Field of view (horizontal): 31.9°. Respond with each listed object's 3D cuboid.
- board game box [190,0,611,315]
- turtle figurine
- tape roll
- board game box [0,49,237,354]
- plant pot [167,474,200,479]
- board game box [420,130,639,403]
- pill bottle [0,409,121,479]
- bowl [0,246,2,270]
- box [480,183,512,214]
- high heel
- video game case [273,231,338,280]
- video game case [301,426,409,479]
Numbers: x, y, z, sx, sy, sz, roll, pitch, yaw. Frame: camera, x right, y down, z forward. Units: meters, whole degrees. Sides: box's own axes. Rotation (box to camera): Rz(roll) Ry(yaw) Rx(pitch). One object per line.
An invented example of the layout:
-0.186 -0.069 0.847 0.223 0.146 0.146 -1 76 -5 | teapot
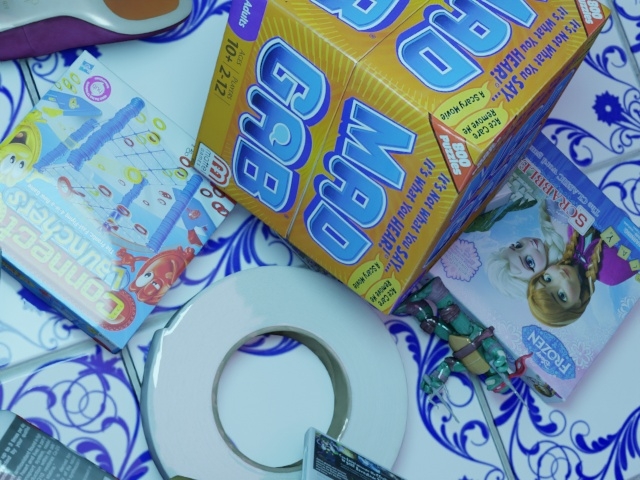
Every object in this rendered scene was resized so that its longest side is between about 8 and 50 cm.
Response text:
0.096 -0.200 1.503 0.356 0.356 0.356 37 53 10 | board game box
0.215 0.169 1.679 0.234 0.175 0.118 50 43 3 | turtle figurine
-0.064 0.228 1.612 0.392 0.072 0.392 3 79 -18 | tape roll
-0.311 -0.053 1.573 0.308 0.086 0.302 39 70 -8 | board game box
-0.115 0.420 1.430 0.254 0.237 0.237 32 70 16 | plant pot
0.352 0.037 1.788 0.319 0.066 0.318 43 70 -6 | board game box
-0.390 0.319 1.436 0.283 0.161 0.161 35 71 -9 | pill bottle
-0.529 0.122 1.379 0.311 0.311 0.163 -16 104 -21 | bowl
0.178 -0.087 1.727 0.186 0.038 0.145 -23 66 -12 | box
-0.378 -0.312 1.581 0.377 0.181 0.127 -2 74 -28 | high heel
0.000 0.000 1.707 0.122 0.011 0.087 45 70 -5 | video game case
0.058 0.349 1.516 0.190 0.173 0.022 31 112 -12 | video game case
